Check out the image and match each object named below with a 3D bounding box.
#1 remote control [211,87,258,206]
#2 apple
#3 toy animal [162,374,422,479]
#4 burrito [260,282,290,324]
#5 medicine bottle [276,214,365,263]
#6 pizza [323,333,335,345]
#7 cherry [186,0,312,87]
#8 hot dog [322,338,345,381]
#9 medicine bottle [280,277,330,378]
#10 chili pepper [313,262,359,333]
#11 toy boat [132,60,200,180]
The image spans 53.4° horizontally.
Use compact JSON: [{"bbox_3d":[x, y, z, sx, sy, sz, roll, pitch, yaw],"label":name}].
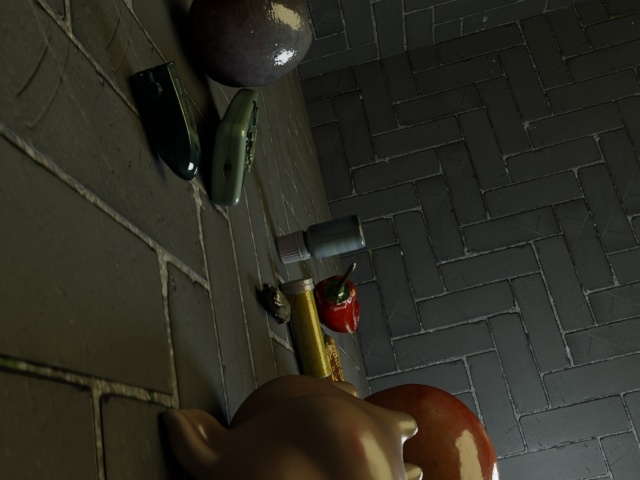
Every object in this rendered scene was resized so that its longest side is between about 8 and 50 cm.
[{"bbox_3d":[-0.140,-0.166,1.087,0.296,0.056,0.140,-91,-169,-66],"label":"remote control"},{"bbox_3d":[0.174,0.490,1.277,0.364,0.363,0.364,-14,90,-85],"label":"apple"},{"bbox_3d":[-0.018,0.245,0.672,0.326,0.269,0.237,-9,-84,63],"label":"toy animal"},{"bbox_3d":[-0.082,0.119,1.204,0.171,0.042,0.051,65,1,-71],"label":"burrito"},{"bbox_3d":[0.000,0.000,1.499,0.083,0.203,0.084,-13,90,-86],"label":"medicine bottle"},{"bbox_3d":[0.030,0.341,1.819,0.160,0.035,0.099,-96,170,-52],"label":"pizza"},{"bbox_3d":[-0.125,-0.366,1.116,0.184,0.213,0.266,67,14,3],"label":"cherry"},{"bbox_3d":[0.018,0.352,1.509,0.104,0.076,0.250,8,63,-63],"label":"hot dog"},{"bbox_3d":[-0.030,0.193,1.397,0.074,0.073,0.218,-15,92,-85],"label":"medicine bottle"},{"bbox_3d":[0.039,0.171,1.860,0.338,0.131,0.135,73,29,-65],"label":"chili pepper"},{"bbox_3d":[-0.180,-0.140,0.770,0.060,0.055,0.141,-58,133,-74],"label":"toy boat"}]
